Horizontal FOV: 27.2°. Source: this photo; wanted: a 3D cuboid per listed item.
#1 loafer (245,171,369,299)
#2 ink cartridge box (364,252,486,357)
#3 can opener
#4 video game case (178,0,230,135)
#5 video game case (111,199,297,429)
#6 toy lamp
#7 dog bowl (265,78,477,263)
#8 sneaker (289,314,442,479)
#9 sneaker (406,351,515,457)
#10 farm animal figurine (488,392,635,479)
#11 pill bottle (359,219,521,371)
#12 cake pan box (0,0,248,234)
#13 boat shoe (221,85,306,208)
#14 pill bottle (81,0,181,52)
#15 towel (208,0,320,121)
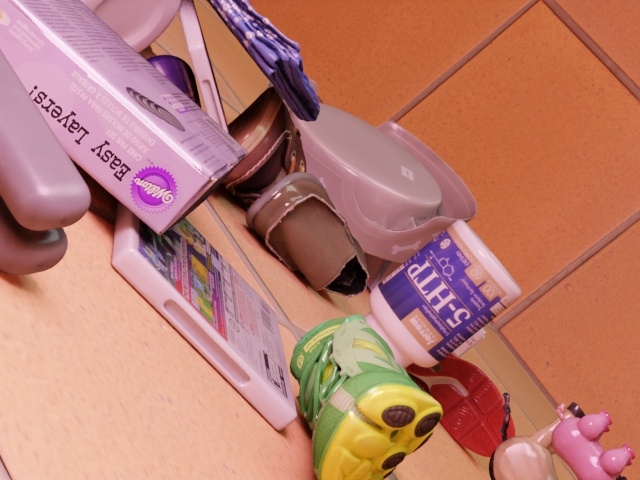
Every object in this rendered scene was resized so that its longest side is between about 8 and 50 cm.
[{"bbox_3d":[0.000,0.000,1.501,0.087,0.094,0.251,49,6,28],"label":"loafer"},{"bbox_3d":[0.136,0.070,1.972,0.154,0.093,0.212,43,8,-40],"label":"ink cartridge box"},{"bbox_3d":[-0.240,-0.099,0.763,0.095,0.076,0.283,-10,55,-44],"label":"can opener"},{"bbox_3d":[-0.119,-0.173,1.338,0.157,0.019,0.143,-108,-177,-51],"label":"video game case"},{"bbox_3d":[-0.093,0.040,1.038,0.183,0.023,0.201,48,9,-19],"label":"video game case"},{"bbox_3d":[-0.199,-0.204,1.420,0.080,0.080,0.274,42,8,-46],"label":"toy lamp"},{"bbox_3d":[0.052,-0.097,1.890,0.349,0.102,0.348,29,21,-12],"label":"dog bowl"},{"bbox_3d":[0.020,0.125,1.016,0.123,0.109,0.295,48,-2,6],"label":"sneaker"},{"bbox_3d":[0.169,0.174,1.683,0.221,0.087,0.128,52,9,7],"label":"sneaker"},{"bbox_3d":[0.265,0.333,1.227,0.326,0.172,0.330,61,-3,-15],"label":"farm animal figurine"},{"bbox_3d":[0.120,0.075,1.474,0.112,0.187,0.112,49,7,-8],"label":"pill bottle"},{"bbox_3d":[-0.177,-0.122,1.058,0.246,0.070,0.267,43,8,-5],"label":"cake pan box"},{"bbox_3d":[-0.062,-0.093,1.526,0.123,0.123,0.342,48,2,-6],"label":"boat shoe"},{"bbox_3d":[-0.258,-0.305,1.291,0.264,0.146,0.146,53,8,22],"label":"pill bottle"},{"bbox_3d":[-0.114,-0.274,1.357,0.336,0.040,0.243,52,1,10],"label":"towel"}]
